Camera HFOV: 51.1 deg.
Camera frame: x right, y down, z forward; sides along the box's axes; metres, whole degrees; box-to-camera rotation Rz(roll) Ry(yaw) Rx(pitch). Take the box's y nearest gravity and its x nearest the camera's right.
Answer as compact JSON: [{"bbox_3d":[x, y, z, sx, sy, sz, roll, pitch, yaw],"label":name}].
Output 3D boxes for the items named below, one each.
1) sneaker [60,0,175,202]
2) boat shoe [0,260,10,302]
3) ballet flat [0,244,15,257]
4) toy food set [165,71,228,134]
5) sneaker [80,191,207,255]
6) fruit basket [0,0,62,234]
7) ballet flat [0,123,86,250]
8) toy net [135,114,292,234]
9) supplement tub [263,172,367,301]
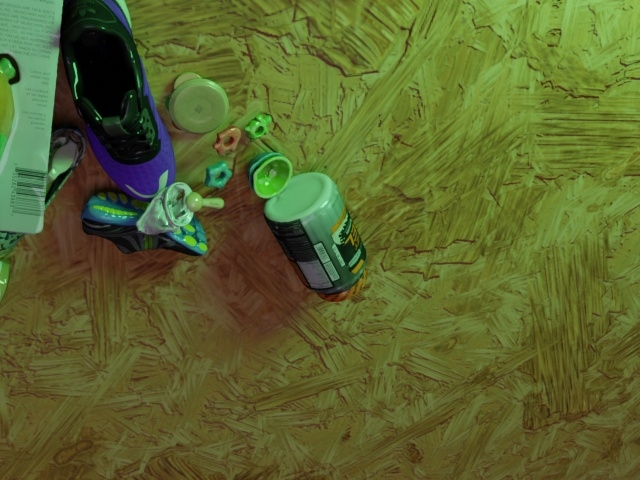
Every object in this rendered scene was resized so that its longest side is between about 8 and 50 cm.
[{"bbox_3d":[-0.249,-0.151,0.815,0.102,0.146,0.293,-17,127,-7],"label":"sneaker"},{"bbox_3d":[-0.540,0.134,0.952,0.096,0.098,0.277,24,104,-30],"label":"boat shoe"},{"bbox_3d":[-0.546,0.003,0.813,0.348,0.123,0.123,-11,128,-32],"label":"ballet flat"},{"bbox_3d":[-0.166,-0.181,0.903,0.083,0.020,0.083,16,117,-28],"label":"toy food set"},{"bbox_3d":[-0.253,-0.016,0.971,0.188,0.067,0.078,15,139,-29],"label":"sneaker"},{"bbox_3d":[-0.449,-0.196,0.708,0.326,0.165,0.353,6,94,-14],"label":"fruit basket"},{"bbox_3d":[-0.355,-0.069,0.830,0.070,0.070,0.188,39,70,-35],"label":"ballet flat"},{"bbox_3d":[-0.147,-0.077,0.920,0.232,0.045,0.122,-33,143,-21],"label":"toy net"},{"bbox_3d":[0.000,0.000,1.026,0.117,0.117,0.190,-27,129,1],"label":"supplement tub"}]
